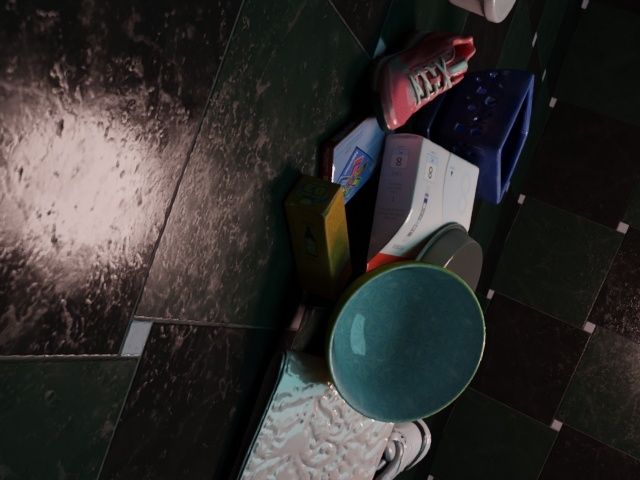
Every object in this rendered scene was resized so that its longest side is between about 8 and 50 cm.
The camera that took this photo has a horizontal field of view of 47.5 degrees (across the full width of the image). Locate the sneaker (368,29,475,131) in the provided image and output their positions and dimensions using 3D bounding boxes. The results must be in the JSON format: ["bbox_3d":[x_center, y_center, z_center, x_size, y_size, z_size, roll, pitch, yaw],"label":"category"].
[{"bbox_3d":[0.189,-0.307,1.315,0.314,0.136,0.116,-55,134,-42],"label":"sneaker"}]

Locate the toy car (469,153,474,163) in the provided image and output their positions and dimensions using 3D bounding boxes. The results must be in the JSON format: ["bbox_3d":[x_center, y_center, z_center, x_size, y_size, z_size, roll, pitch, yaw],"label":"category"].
[{"bbox_3d":[0.383,-0.239,1.916,0.136,0.159,0.182,34,72,-31],"label":"toy car"}]

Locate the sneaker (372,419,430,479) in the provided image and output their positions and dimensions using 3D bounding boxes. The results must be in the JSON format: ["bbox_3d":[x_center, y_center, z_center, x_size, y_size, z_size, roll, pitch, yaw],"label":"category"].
[{"bbox_3d":[0.067,0.518,1.616,0.366,0.137,0.210,-41,156,14],"label":"sneaker"}]

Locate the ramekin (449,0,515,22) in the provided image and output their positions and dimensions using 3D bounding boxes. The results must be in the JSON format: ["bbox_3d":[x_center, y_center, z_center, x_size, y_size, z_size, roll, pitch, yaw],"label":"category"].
[{"bbox_3d":[0.345,-0.601,1.500,0.273,0.127,0.273,-51,152,-42],"label":"ramekin"}]

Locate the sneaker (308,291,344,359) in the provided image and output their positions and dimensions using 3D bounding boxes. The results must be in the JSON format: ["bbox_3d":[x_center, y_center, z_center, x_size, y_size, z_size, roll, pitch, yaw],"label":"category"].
[{"bbox_3d":[0.039,0.218,1.489,0.286,0.109,0.130,-53,163,-26],"label":"sneaker"}]

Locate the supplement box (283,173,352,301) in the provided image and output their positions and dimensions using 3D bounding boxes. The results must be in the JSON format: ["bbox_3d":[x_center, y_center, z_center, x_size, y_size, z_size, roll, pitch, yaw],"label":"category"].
[{"bbox_3d":[0.000,0.000,1.211,0.080,0.078,0.233,-59,156,-30],"label":"supplement box"}]

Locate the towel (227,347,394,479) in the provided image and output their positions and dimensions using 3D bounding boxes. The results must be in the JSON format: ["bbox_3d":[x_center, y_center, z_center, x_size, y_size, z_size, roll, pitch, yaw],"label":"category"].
[{"bbox_3d":[-0.009,0.378,1.338,0.331,0.053,0.317,25,87,-41],"label":"towel"}]

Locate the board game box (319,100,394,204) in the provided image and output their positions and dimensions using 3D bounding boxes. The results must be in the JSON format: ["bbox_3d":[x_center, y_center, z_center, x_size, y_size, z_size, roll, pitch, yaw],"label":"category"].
[{"bbox_3d":[0.073,-0.165,1.325,0.281,0.027,0.145,-47,147,-48],"label":"board game box"}]

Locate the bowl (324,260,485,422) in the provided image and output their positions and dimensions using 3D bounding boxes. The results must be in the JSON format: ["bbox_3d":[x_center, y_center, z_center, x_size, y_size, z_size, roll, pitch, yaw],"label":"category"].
[{"bbox_3d":[0.132,0.160,1.303,0.156,0.289,0.290,-135,-122,-70],"label":"bowl"}]

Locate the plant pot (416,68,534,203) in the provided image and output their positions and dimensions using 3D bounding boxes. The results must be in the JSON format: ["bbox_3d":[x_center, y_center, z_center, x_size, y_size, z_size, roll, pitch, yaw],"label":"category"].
[{"bbox_3d":[0.354,-0.256,1.694,0.236,0.212,0.236,-63,158,-22],"label":"plant pot"}]

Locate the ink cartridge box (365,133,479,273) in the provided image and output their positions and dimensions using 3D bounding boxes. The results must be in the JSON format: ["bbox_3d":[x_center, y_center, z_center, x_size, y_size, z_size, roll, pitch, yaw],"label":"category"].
[{"bbox_3d":[0.208,0.004,1.488,0.308,0.091,0.385,11,86,-58],"label":"ink cartridge box"}]

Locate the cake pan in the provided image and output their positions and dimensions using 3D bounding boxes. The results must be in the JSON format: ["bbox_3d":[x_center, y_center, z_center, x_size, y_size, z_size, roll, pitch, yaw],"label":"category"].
[{"bbox_3d":[0.256,0.108,1.540,0.293,0.054,0.293,-36,139,-38],"label":"cake pan"}]
